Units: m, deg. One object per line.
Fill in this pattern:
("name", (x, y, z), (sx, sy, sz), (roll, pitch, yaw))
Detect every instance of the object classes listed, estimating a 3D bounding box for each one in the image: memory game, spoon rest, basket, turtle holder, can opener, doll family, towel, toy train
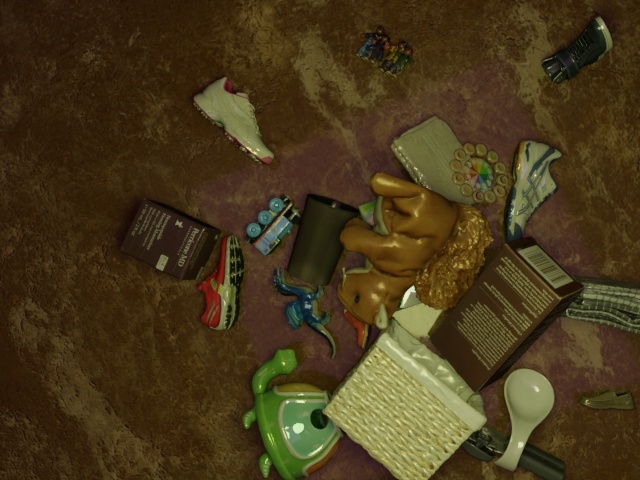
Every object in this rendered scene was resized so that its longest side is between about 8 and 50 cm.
("memory game", (0.443, -0.189, 1.875), (0.186, 0.012, 0.186), (6, 71, -17))
("spoon rest", (0.540, 0.473, 1.798), (0.137, 0.084, 0.276), (21, 67, 8))
("basket", (0.223, 0.418, 1.762), (0.331, 0.328, 0.266), (39, 96, 7))
("turtle holder", (-0.069, 0.486, 1.854), (0.228, 0.243, 0.320), (-23, 50, 5))
("basket", (0.000, 0.000, 1.889), (0.154, 0.204, 0.226), (20, 99, 8))
("can opener", (0.521, 0.589, 1.849), (0.284, 0.076, 0.095), (26, 123, 8))
("doll family", (0.189, -0.549, 1.942), (0.193, 0.076, 0.111), (35, 96, 11))
("towel", (0.335, -0.201, 1.877), (0.187, 0.049, 0.282), (-31, 84, -23))
("towel", (0.743, 0.168, 1.751), (0.284, 0.235, 0.121), (8, 94, 8))
("toy train", (-0.136, -0.045, 1.957), (0.105, 0.080, 0.184), (42, 91, -1))

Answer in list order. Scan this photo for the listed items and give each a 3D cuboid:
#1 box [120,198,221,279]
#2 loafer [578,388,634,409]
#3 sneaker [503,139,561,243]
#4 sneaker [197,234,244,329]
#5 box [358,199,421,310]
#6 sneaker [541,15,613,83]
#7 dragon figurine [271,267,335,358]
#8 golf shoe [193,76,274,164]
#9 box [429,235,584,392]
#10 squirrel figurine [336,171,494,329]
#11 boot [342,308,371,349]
("box", (-0.429, -0.001, 1.945), (0.203, 0.167, 0.168), (25, 90, 8))
("loafer", (0.774, 0.429, 1.823), (0.148, 0.056, 0.050), (2, 86, -2))
("sneaker", (0.584, -0.126, 1.848), (0.131, 0.112, 0.296), (12, 90, 6))
("sneaker", (-0.298, 0.119, 1.957), (0.119, 0.107, 0.278), (6, 85, 17))
("box", (0.266, 0.016, 1.908), (0.233, 0.058, 0.321), (-19, 83, 6))
("sneaker", (0.682, -0.501, 1.800), (0.164, 0.226, 0.086), (-25, 76, 9))
("dragon figurine", (-0.049, 0.208, 1.925), (0.144, 0.085, 0.289), (-18, 84, 6))
("golf shoe", (-0.232, -0.353, 1.969), (0.306, 0.115, 0.140), (44, 90, 6))
("box", (0.466, 0.192, 1.717), (0.191, 0.143, 0.381), (51, 130, 26))
("squirrel figurine", (0.232, 0.058, 1.724), (0.397, 0.281, 0.370), (19, 91, -4))
("boot", (0.104, 0.231, 1.922), (0.085, 0.059, 0.157), (-1, 78, 11))
